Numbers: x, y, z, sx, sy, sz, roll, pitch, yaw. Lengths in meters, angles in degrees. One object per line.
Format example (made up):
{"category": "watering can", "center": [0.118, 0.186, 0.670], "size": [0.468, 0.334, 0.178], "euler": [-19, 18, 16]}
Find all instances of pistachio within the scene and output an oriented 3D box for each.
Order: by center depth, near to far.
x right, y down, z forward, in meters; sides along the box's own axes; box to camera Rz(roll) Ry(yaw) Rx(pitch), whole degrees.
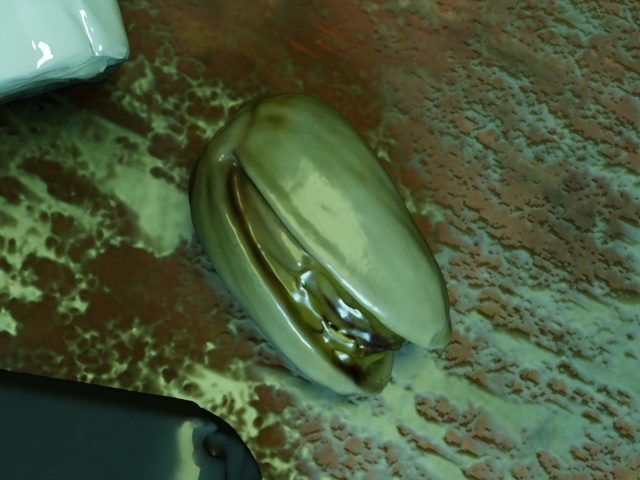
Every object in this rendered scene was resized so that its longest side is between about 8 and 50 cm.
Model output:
{"category": "pistachio", "center": [0.000, 0.000, 0.864], "size": [0.129, 0.131, 0.206], "euler": [-36, 88, 30]}

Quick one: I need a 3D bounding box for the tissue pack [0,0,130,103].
{"category": "tissue pack", "center": [-0.285, -0.240, 0.795], "size": [0.266, 0.194, 0.356], "euler": [-17, 96, -10]}

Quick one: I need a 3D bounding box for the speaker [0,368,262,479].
{"category": "speaker", "center": [-0.190, 0.156, 0.658], "size": [0.388, 0.184, 0.180], "euler": [6, 74, 30]}
